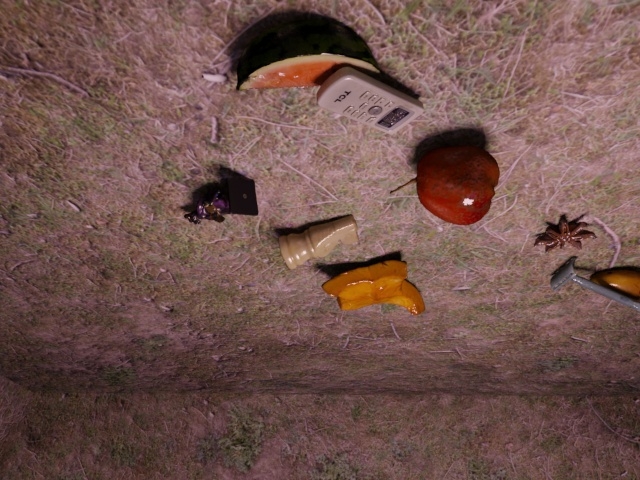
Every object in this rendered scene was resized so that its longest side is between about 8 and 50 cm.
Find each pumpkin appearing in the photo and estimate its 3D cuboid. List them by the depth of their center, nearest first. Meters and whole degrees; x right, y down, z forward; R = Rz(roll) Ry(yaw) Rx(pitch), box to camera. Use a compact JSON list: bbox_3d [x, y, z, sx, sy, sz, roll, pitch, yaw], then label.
[{"bbox_3d":[0.162,0.153,1.321,0.258,0.095,0.290,-14,147,12],"label":"pumpkin"}]

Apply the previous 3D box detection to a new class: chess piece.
[{"bbox_3d":[0.000,0.000,1.120,0.201,0.090,0.090,-20,142,9],"label":"chess piece"}]

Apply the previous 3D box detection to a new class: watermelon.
[{"bbox_3d":[-0.025,-0.286,0.714,0.245,0.063,0.119,-8,162,1],"label":"watermelon"}]

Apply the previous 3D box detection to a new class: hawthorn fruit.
[{"bbox_3d":[0.247,-0.119,0.896,0.204,0.162,0.162,15,148,12],"label":"hawthorn fruit"}]

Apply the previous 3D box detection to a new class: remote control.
[{"bbox_3d":[0.086,-0.236,0.766,0.190,0.029,0.087,11,153,-37],"label":"remote control"}]

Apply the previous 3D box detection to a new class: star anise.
[{"bbox_3d":[0.612,-0.015,1.116,0.141,0.042,0.141,2,148,1],"label":"star anise"}]

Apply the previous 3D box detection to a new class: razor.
[{"bbox_3d":[0.787,0.138,1.252,0.232,0.068,0.106,25,146,6],"label":"razor"}]

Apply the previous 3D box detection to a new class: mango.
[{"bbox_3d":[0.885,0.133,1.297,0.178,0.090,0.115,18,151,-11],"label":"mango"}]

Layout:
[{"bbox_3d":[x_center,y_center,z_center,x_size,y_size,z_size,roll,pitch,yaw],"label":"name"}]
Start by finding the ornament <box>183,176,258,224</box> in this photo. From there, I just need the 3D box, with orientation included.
[{"bbox_3d":[-0.230,-0.078,1.013,0.203,0.088,0.081,-16,168,43],"label":"ornament"}]
